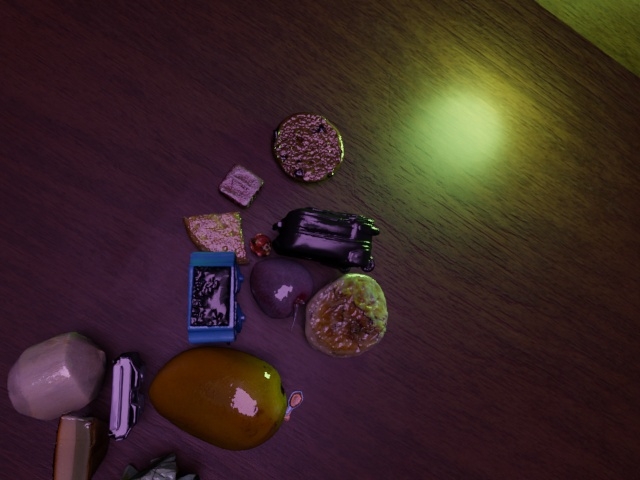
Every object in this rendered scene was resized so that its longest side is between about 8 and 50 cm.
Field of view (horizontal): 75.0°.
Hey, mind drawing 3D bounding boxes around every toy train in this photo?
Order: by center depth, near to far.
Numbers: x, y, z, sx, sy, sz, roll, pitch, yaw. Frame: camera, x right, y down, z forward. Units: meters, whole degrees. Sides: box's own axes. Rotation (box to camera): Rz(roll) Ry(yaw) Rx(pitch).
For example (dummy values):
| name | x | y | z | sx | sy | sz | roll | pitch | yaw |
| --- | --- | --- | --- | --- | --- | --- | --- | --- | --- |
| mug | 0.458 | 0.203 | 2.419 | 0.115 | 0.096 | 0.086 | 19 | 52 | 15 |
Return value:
| name | x | y | z | sx | sy | sz | roll | pitch | yaw |
| --- | --- | --- | --- | --- | --- | --- | --- | --- | --- |
| toy train | -0.347 | 0.197 | 1.381 | 0.187 | 0.265 | 0.301 | -1 | 79 | -8 |

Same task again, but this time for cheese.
| name | x | y | z | sx | sy | sz | roll | pitch | yaw |
| --- | --- | --- | --- | --- | --- | --- | --- | --- | --- |
| cheese | -0.102 | 0.588 | 1.491 | 0.047 | 0.017 | 0.111 | 36 | 76 | -1 |

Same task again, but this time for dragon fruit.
| name | x | y | z | sx | sy | sz | roll | pitch | yaw |
| --- | --- | --- | --- | --- | --- | --- | --- | --- | --- |
| dragon fruit | -0.215 | 0.018 | 1.517 | 0.081 | 0.116 | 0.086 | -35 | 97 | -20 |

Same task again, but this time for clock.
| name | x | y | z | sx | sy | sz | roll | pitch | yaw |
| --- | --- | --- | --- | --- | --- | --- | --- | --- | --- |
| clock | -0.608 | 0.485 | 1.321 | 0.083 | 0.186 | 0.254 | 2 | 80 | -16 |

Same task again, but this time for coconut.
| name | x | y | z | sx | sy | sz | roll | pitch | yaw |
| --- | --- | --- | --- | --- | --- | --- | --- | --- | --- |
| coconut | -0.779 | 0.410 | 1.274 | 0.247 | 0.245 | 0.245 | -15 | 84 | -14 |

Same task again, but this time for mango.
| name | x | y | z | sx | sy | sz | roll | pitch | yaw |
| --- | --- | --- | --- | --- | --- | --- | --- | --- | --- |
| mango | -0.327 | 0.504 | 1.356 | 0.445 | 0.232 | 0.300 | 13 | 82 | 0 |

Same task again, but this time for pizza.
| name | x | y | z | sx | sy | sz | roll | pitch | yaw |
| --- | --- | --- | --- | --- | --- | --- | --- | --- | --- |
| pizza | -0.361 | -0.025 | 1.524 | 0.292 | 0.058 | 0.197 | 32 | 75 | -6 |

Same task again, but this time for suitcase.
| name | x | y | z | sx | sy | sz | roll | pitch | yaw |
| --- | --- | --- | --- | --- | --- | --- | --- | --- | --- |
| suitcase | 0.000 | 0.000 | 1.446 | 0.338 | 0.345 | 0.189 | 10 | 85 | -11 |

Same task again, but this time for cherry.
| name | x | y | z | sx | sy | sz | roll | pitch | yaw |
| --- | --- | --- | --- | --- | --- | --- | --- | --- | --- |
| cherry | -0.134 | 0.168 | 1.471 | 0.266 | 0.184 | 0.213 | 45 | 60 | 12 |

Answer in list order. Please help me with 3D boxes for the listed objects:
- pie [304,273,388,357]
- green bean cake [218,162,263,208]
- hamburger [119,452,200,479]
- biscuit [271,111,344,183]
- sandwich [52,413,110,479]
| name | x | y | z | sx | sy | sz | roll | pitch | yaw |
| --- | --- | --- | --- | --- | --- | --- | --- | --- | --- |
| pie | 0.099 | 0.277 | 1.524 | 0.338 | 0.077 | 0.340 | -2 | 96 | -22 |
| green bean cake | -0.299 | -0.203 | 1.568 | 0.135 | 0.056 | 0.136 | 34 | 76 | -3 |
| hamburger | -0.521 | 0.748 | 1.292 | 0.275 | 0.260 | 0.151 | 11 | 49 | -42 |
| biscuit | -0.050 | -0.362 | 1.636 | 0.295 | 0.075 | 0.296 | 1 | 82 | -6 |
| sandwich | -0.720 | 0.597 | 1.276 | 0.108 | 0.186 | 0.220 | 8 | 97 | -9 |
